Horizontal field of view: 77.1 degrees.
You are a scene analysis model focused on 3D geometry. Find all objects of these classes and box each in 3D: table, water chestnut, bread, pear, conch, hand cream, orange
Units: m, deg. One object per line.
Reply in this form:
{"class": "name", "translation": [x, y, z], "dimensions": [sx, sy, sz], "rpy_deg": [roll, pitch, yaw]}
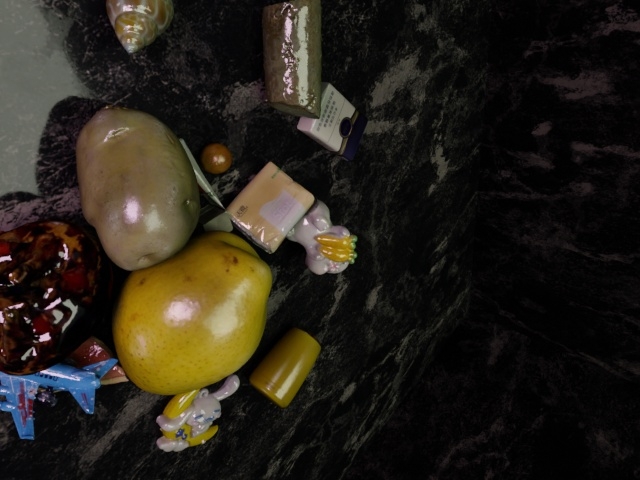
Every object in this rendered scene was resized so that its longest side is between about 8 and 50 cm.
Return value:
{"class": "table", "translation": [-0.299, -0.047, 1.091], "dimensions": [0.079, 0.083, 0.062], "rpy_deg": [-37, 133, -32]}
{"class": "water chestnut", "translation": [-0.528, 0.099, 0.758], "dimensions": [0.289, 0.245, 0.288], "rpy_deg": [-20, 116, -48]}
{"class": "bread", "translation": [-0.549, 0.285, 0.939], "dimensions": [0.067, 0.193, 0.119], "rpy_deg": [107, -23, -72]}
{"class": "pear", "translation": [-0.304, 0.172, 0.981], "dimensions": [0.418, 0.362, 0.362], "rpy_deg": [-53, 143, 8]}
{"class": "conch", "translation": [-0.356, -0.460, 0.803], "dimensions": [0.173, 0.106, 0.116], "rpy_deg": [-48, 159, -44]}
{"class": "hand cream", "translation": [-0.320, -0.170, 1.019], "dimensions": [0.050, 0.080, 0.233], "rpy_deg": [-46, 133, -20]}
{"class": "orange", "translation": [-0.273, -0.214, 1.049], "dimensions": [0.085, 0.085, 0.084], "rpy_deg": [-26, 127, -41]}

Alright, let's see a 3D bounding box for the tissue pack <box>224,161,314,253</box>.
{"class": "tissue pack", "translation": [-0.149, -0.095, 1.181], "dimensions": [0.222, 0.186, 0.090], "rpy_deg": [-51, -176, -22]}

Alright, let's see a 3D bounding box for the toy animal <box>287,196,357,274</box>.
{"class": "toy animal", "translation": [0.000, 0.005, 1.370], "dimensions": [0.183, 0.247, 0.310], "rpy_deg": [-43, 123, -4]}

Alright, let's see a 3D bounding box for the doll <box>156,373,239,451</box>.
{"class": "doll", "translation": [-0.389, 0.547, 1.265], "dimensions": [0.252, 0.111, 0.237], "rpy_deg": [5, 103, -42]}

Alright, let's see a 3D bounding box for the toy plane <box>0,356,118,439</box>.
{"class": "toy plane", "translation": [-0.585, 0.272, 0.830], "dimensions": [0.254, 0.272, 0.105], "rpy_deg": [-85, -171, -46]}

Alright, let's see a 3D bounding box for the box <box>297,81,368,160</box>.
{"class": "box", "translation": [0.048, -0.391, 1.344], "dimensions": [0.259, 0.071, 0.168], "rpy_deg": [19, 93, -51]}

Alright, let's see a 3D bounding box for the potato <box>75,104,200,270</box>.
{"class": "potato", "translation": [-0.370, -0.106, 0.837], "dimensions": [0.243, 0.221, 0.326], "rpy_deg": [28, 48, -77]}

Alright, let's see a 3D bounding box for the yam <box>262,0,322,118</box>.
{"class": "yam", "translation": [-0.072, -0.479, 1.082], "dimensions": [0.168, 0.168, 0.304], "rpy_deg": [-23, 124, -42]}

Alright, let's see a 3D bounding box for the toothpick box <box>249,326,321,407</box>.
{"class": "toothpick box", "translation": [-0.121, 0.460, 1.496], "dimensions": [0.271, 0.175, 0.175], "rpy_deg": [-51, 140, -24]}
